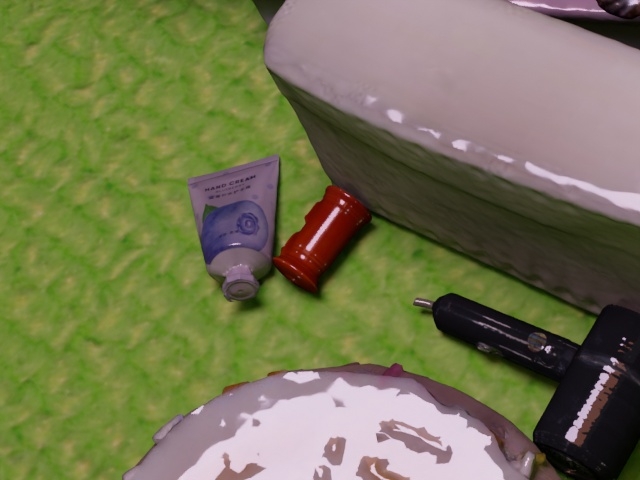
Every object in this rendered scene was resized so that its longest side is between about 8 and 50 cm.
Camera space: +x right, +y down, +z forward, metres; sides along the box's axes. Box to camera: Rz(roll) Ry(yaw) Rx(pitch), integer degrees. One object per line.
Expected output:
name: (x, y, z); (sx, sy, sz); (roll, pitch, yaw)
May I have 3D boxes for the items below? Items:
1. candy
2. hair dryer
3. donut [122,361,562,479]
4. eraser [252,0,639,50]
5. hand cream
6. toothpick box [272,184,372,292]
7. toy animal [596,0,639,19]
candy: (0.147, -0.078, 1.312); (0.359, 0.208, 0.145); (25, 72, 26)
hair dryer: (0.157, 0.091, 1.310); (0.219, 0.071, 0.124); (25, 73, 32)
donut: (0.013, 0.268, 1.205); (0.382, 0.142, 0.382); (-5, 62, 9)
eraser: (0.136, -0.287, 1.473); (0.359, 0.122, 0.272); (5, 68, 20)
hand cream: (-0.071, -0.012, 1.437); (0.084, 0.053, 0.142); (-14, 51, 10)
toothpick box: (0.000, 0.000, 1.407); (0.047, 0.047, 0.083); (31, 76, 27)
toy animal: (0.199, -0.242, 1.318); (0.188, 0.089, 0.179); (-1, 64, 29)
